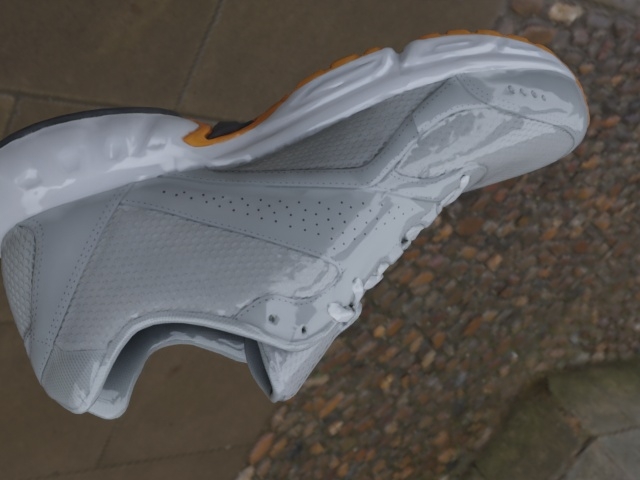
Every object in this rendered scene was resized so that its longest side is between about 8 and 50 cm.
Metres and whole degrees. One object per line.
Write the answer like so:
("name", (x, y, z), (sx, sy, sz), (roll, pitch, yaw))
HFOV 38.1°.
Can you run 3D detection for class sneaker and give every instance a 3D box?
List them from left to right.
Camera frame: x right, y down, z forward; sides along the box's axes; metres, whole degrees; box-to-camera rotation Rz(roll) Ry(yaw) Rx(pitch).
("sneaker", (0.000, 0.000, 0.385), (0.262, 0.121, 0.099), (-16, 161, -11))
